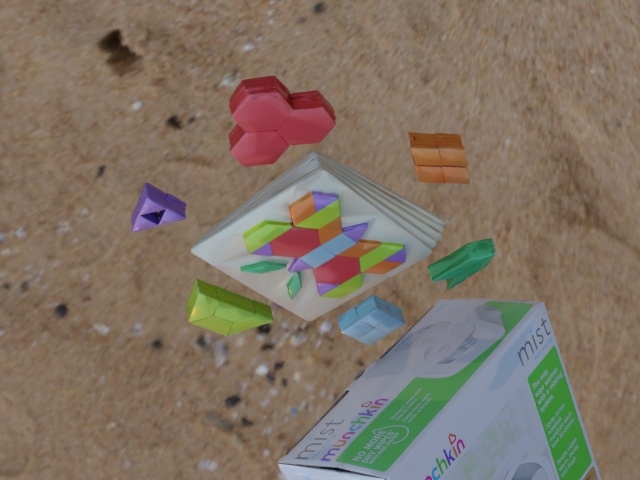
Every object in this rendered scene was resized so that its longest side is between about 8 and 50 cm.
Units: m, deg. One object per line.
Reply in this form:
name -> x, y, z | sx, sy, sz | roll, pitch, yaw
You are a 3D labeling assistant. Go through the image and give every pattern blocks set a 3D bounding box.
pattern blocks set -> 0.000, 0.000, 0.997 | 0.325, 0.026, 0.285 | 18, 134, -37

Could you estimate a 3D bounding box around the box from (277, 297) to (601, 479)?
box -> 0.116, 0.212, 1.069 | 0.127, 0.262, 0.231 | 0, 118, 42
